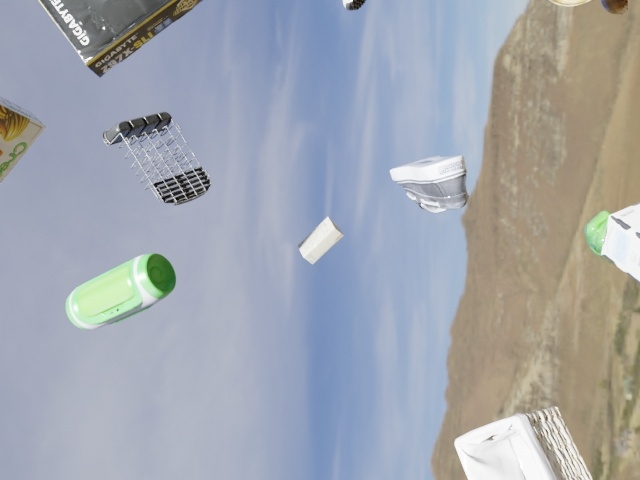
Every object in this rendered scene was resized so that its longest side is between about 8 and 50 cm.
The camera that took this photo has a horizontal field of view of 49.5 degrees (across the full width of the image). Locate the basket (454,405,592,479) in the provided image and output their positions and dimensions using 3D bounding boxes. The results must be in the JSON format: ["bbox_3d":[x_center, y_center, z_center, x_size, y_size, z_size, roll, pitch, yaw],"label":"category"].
[{"bbox_3d":[0.267,0.304,0.874,0.103,0.113,0.167,-2,-116,-43],"label":"basket"}]

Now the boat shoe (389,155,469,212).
[{"bbox_3d":[0.210,-0.102,1.309,0.301,0.108,0.102,-150,44,-79],"label":"boat shoe"}]

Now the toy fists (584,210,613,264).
[{"bbox_3d":[0.634,0.032,1.305,0.096,0.279,0.142,-61,-19,6],"label":"toy fists"}]

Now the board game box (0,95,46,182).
[{"bbox_3d":[-0.612,-0.110,1.137,0.305,0.053,0.193,-50,-12,2],"label":"board game box"}]

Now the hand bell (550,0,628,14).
[{"bbox_3d":[0.471,-0.421,1.158,0.242,0.126,0.126,2,-87,-50],"label":"hand bell"}]

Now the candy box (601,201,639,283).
[{"bbox_3d":[0.480,0.016,0.848,0.196,0.165,0.070,50,156,47],"label":"candy box"}]

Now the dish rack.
[{"bbox_3d":[-0.421,-0.213,1.842,0.208,0.074,0.271,-30,-94,-48],"label":"dish rack"}]

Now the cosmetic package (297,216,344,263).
[{"bbox_3d":[0.000,0.000,1.807,0.041,0.115,0.060,38,-165,-37],"label":"cosmetic package"}]

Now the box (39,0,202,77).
[{"bbox_3d":[-0.377,-0.485,1.186,0.322,0.257,0.079,54,178,6],"label":"box"}]

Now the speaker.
[{"bbox_3d":[-0.515,0.134,1.786,0.131,0.296,0.131,42,-144,-40],"label":"speaker"}]

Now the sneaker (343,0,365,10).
[{"bbox_3d":[0.051,-0.458,1.163,0.057,0.075,0.161,74,-146,-72],"label":"sneaker"}]
